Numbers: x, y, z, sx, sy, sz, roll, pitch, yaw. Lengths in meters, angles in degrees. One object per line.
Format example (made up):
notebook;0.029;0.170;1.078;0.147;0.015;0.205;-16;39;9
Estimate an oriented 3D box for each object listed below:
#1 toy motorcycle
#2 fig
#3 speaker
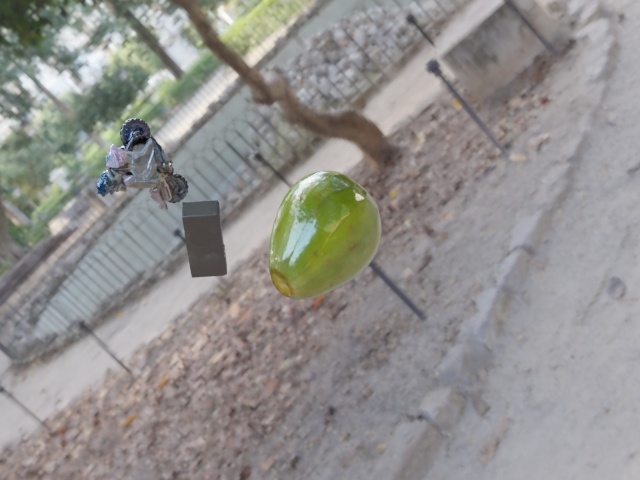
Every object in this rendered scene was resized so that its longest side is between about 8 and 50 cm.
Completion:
toy motorcycle;-0.459;-0.158;2.349;0.204;0.239;0.108;-41;11;-16
fig;0.000;0.000;2.241;0.326;0.258;0.258;-56;18;-25
speaker;-0.246;0.000;2.030;0.218;0.082;0.044;93;173;-53
